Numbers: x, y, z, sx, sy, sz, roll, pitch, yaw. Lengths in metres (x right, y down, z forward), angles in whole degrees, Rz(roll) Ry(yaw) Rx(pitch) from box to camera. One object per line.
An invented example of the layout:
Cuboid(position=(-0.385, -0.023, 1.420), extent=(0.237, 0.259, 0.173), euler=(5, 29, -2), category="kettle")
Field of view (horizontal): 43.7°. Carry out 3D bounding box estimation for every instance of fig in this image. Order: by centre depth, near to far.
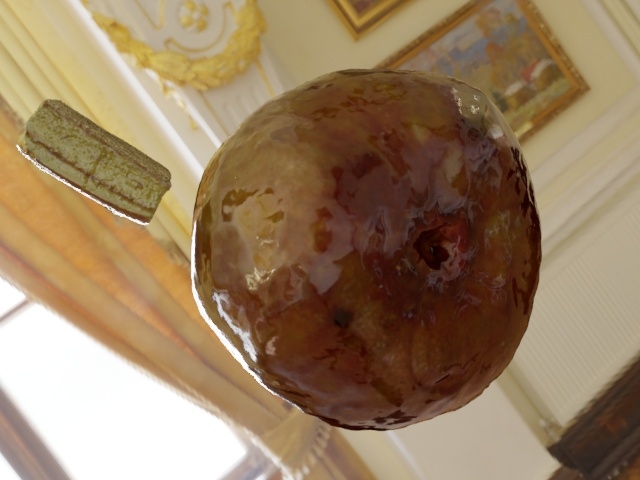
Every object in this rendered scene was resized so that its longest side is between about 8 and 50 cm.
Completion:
Cuboid(position=(-0.001, -0.029, 0.457), extent=(0.190, 0.191, 0.290), euler=(-36, 40, 0), category="fig")

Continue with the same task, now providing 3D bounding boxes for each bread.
Cuboid(position=(-0.356, -0.121, 1.265), extent=(0.110, 0.234, 0.184), euler=(-56, 17, 1), category="bread")
